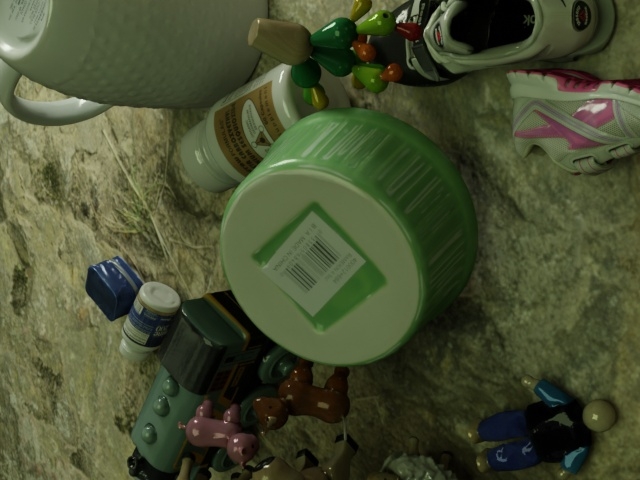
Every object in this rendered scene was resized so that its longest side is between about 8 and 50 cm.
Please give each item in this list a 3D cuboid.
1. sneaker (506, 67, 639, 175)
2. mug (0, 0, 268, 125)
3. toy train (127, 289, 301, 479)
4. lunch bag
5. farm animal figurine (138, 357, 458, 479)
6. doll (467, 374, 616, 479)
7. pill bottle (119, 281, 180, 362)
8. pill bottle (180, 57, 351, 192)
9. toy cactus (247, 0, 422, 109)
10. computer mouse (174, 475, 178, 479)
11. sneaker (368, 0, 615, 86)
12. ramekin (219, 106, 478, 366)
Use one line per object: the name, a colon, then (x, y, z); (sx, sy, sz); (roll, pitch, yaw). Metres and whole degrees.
sneaker: (0.312, -0.122, 1.296); (0.252, 0.103, 0.111); (17, 109, 46)
mug: (-0.310, -0.292, 1.670); (0.374, 0.328, 0.276); (-45, 65, 35)
toy train: (-0.159, 0.210, 1.675); (0.142, 0.190, 0.334); (44, 121, 30)
lunch bag: (-0.324, 0.073, 1.895); (0.098, 0.065, 0.067); (46, 137, 27)
farm animal figurine: (-0.035, 0.327, 1.507); (0.327, 0.172, 0.330); (36, 126, -10)
doll: (0.260, 0.220, 1.401); (0.189, 0.046, 0.129); (-22, 80, 41)
pill bottle: (-0.267, 0.129, 1.846); (0.067, 0.067, 0.120); (45, 121, 29)
pill bottle: (-0.080, -0.148, 1.611); (0.229, 0.131, 0.131); (-23, 79, 41)
toy cactus: (0.006, -0.230, 1.412); (0.219, 0.180, 0.112); (-18, 60, 64)
computer mouse: (-0.192, 0.439, 1.835); (0.071, 0.041, 0.242); (-22, 73, 32)
sneaker: (0.158, -0.248, 1.384); (0.330, 0.146, 0.122); (-5, 93, 44)
ramekin: (0.025, 0.005, 1.448); (0.303, 0.148, 0.303); (12, 119, 22)
